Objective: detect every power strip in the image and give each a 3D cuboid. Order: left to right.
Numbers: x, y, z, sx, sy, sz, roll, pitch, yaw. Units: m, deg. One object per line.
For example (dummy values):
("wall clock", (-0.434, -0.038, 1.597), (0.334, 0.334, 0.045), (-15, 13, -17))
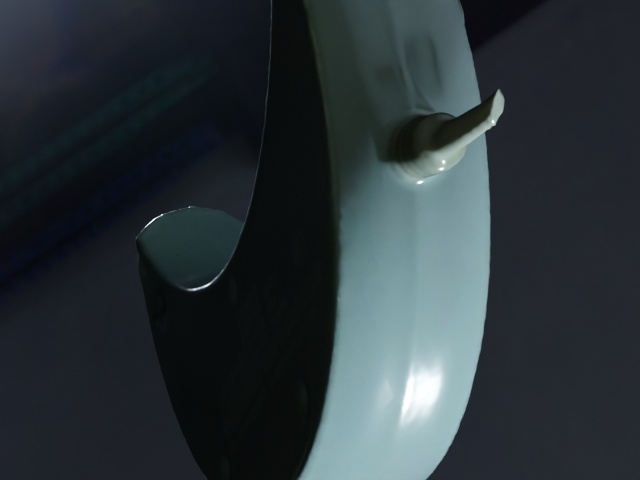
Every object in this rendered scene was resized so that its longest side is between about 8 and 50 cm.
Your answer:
("power strip", (0.000, 0.000, 0.527), (0.216, 0.044, 0.137), (122, 139, -57))
